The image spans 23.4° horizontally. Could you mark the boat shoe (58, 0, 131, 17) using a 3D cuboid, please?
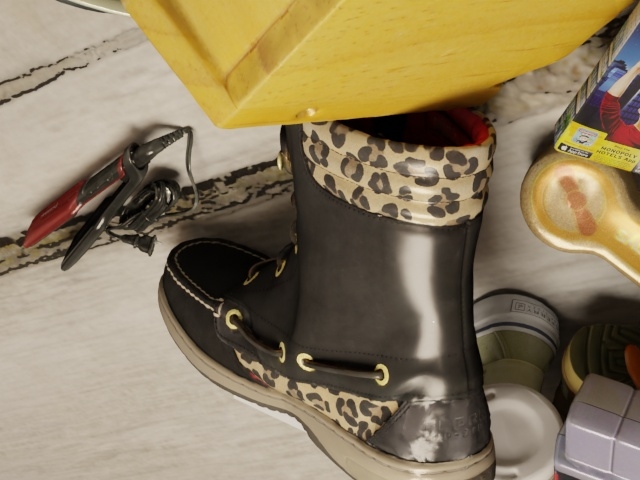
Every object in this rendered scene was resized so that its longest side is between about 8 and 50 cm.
[{"bbox_3d":[-0.213,-0.228,1.038,0.340,0.127,0.113,16,173,-7],"label":"boat shoe"}]

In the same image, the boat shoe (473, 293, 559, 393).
[{"bbox_3d":[0.101,0.147,1.372,0.109,0.094,0.302,28,142,-11],"label":"boat shoe"}]

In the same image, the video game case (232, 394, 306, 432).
[{"bbox_3d":[-0.023,0.122,1.354,0.157,0.143,0.019,29,109,-26],"label":"video game case"}]

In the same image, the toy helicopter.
[{"bbox_3d":[0.289,0.060,1.127,0.355,0.140,0.235,36,115,6],"label":"toy helicopter"}]

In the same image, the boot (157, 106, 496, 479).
[{"bbox_3d":[0.000,0.000,1.179,0.377,0.138,0.284,36,132,48],"label":"boot"}]

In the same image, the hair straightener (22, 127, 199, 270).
[{"bbox_3d":[-0.164,-0.030,1.322,0.089,0.047,0.230,36,136,-20],"label":"hair straightener"}]

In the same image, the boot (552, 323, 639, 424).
[{"bbox_3d":[0.291,0.168,1.331,0.236,0.089,0.269,12,148,4],"label":"boot"}]

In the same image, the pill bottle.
[{"bbox_3d":[0.150,0.194,1.261,0.094,0.094,0.169,10,148,13],"label":"pill bottle"}]

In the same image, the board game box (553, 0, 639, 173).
[{"bbox_3d":[0.275,-0.112,0.980,0.194,0.060,0.194,15,141,-12],"label":"board game box"}]

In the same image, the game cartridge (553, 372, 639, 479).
[{"bbox_3d":[0.289,0.234,1.178,0.230,0.068,0.355,15,151,17],"label":"game cartridge"}]

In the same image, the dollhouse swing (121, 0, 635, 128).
[{"bbox_3d":[0.040,-0.281,0.896,0.315,0.305,0.347,-8,159,-36],"label":"dollhouse swing"}]
